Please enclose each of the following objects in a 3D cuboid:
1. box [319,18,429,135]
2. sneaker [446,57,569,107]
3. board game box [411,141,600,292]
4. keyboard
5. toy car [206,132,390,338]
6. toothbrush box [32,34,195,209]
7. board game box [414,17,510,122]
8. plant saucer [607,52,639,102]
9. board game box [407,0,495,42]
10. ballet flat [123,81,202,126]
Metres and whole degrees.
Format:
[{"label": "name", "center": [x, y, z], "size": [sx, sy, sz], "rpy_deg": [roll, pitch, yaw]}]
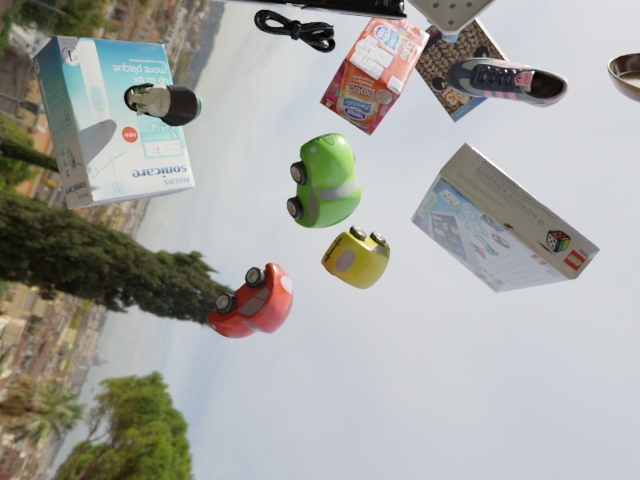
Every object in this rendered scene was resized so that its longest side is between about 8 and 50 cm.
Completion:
[{"label": "box", "center": [0.115, -0.356, 1.062], "size": [0.122, 0.128, 0.257], "rpy_deg": [-50, -169, 51]}, {"label": "sneaker", "center": [0.504, -0.435, 1.380], "size": [0.131, 0.319, 0.112], "rpy_deg": [-60, 158, -81]}, {"label": "board game box", "center": [0.231, -0.012, 0.726], "size": [0.053, 0.193, 0.305], "rpy_deg": [-48, 172, -4]}, {"label": "keyboard", "center": [-0.021, -0.195, 0.385], "size": [0.023, 0.180, 0.108], "rpy_deg": [165, -78, -73]}, {"label": "toy car", "center": [0.000, 0.000, 0.523], "size": [0.053, 0.239, 0.225], "rpy_deg": [47, -34, 34]}, {"label": "toothbrush box", "center": [-0.396, -0.223, 1.002], "size": [0.126, 0.216, 0.295], "rpy_deg": [-5, -84, 45]}, {"label": "board game box", "center": [0.451, -0.571, 1.657], "size": [0.232, 0.291, 0.141], "rpy_deg": [-37, -178, 29]}, {"label": "plant saucer", "center": [0.470, -0.210, 0.687], "size": [0.168, 0.169, 0.029], "rpy_deg": [-96, -176, -52]}, {"label": "board game box", "center": [0.241, -0.589, 0.900], "size": [0.390, 0.390, 0.050], "rpy_deg": [-40, 163, 1]}, {"label": "ballet flat", "center": [-0.279, -0.234, 0.874], "size": [0.203, 0.074, 0.074], "rpy_deg": [23, -87, 45]}]
